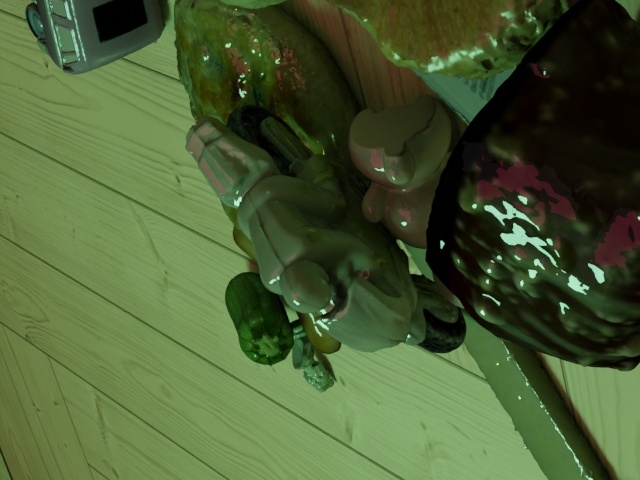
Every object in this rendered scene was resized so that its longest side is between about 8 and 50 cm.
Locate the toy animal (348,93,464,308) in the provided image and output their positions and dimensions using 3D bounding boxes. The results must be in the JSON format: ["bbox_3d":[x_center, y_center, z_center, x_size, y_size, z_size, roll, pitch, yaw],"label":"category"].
[{"bbox_3d":[0.104,-0.034,1.813,0.124,0.124,0.212,20,140,53],"label":"toy animal"}]

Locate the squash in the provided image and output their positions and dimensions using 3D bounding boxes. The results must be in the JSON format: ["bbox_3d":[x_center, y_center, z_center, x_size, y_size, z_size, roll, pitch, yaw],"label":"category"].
[{"bbox_3d":[-0.076,0.099,2.262,0.077,0.068,0.219,60,-179,-20],"label":"squash"}]

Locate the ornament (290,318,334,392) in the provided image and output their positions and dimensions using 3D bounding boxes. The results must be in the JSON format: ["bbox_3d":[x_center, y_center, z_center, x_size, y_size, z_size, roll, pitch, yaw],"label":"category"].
[{"bbox_3d":[-0.018,0.145,2.298,0.068,0.041,0.092,-116,5,-48],"label":"ornament"}]

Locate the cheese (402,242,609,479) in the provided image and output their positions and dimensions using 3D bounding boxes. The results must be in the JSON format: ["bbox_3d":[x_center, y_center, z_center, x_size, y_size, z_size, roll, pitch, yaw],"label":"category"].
[{"bbox_3d":[0.186,0.112,1.902,0.400,0.034,0.085,59,155,2],"label":"cheese"}]

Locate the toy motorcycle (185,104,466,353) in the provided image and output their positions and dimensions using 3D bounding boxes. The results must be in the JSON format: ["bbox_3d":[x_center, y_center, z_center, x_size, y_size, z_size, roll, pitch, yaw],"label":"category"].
[{"bbox_3d":[0.000,0.000,1.826,0.340,0.223,0.108,48,120,8],"label":"toy motorcycle"}]

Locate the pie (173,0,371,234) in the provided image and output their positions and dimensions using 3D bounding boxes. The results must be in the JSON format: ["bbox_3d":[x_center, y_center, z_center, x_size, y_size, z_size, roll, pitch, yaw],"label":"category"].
[{"bbox_3d":[-0.064,-0.137,2.023,0.337,0.075,0.337,36,141,36],"label":"pie"}]

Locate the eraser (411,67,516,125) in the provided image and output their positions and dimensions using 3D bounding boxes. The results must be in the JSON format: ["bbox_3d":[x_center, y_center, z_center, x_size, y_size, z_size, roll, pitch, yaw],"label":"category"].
[{"bbox_3d":[0.132,-0.193,1.624,0.227,0.081,0.174,46,152,25],"label":"eraser"}]

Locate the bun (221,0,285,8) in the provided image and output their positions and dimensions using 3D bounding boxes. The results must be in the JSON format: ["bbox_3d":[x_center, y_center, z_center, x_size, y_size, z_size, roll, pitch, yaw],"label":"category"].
[{"bbox_3d":[-0.040,-0.318,1.701,0.134,0.220,0.220,9,142,1],"label":"bun"}]

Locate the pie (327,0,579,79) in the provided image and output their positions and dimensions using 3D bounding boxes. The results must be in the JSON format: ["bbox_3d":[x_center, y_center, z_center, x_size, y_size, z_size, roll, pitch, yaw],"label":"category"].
[{"bbox_3d":[0.093,-0.295,1.499,0.339,0.083,0.339,18,116,43],"label":"pie"}]

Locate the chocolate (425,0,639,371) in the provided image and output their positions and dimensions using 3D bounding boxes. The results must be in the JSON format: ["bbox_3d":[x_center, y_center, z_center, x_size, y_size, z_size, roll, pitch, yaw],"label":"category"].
[{"bbox_3d":[0.236,-0.016,1.474,0.210,0.225,0.340,41,153,19],"label":"chocolate"}]

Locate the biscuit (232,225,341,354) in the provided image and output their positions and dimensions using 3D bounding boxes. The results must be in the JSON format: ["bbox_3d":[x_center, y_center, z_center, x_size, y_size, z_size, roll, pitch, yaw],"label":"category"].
[{"bbox_3d":[-0.032,0.031,2.196,0.208,0.047,0.164,52,155,16],"label":"biscuit"}]

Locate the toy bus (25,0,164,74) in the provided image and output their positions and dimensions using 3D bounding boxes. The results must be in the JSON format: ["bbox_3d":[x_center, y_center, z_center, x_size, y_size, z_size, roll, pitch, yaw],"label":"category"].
[{"bbox_3d":[-0.278,-0.304,2.178,0.142,0.142,0.202,34,144,43],"label":"toy bus"}]
